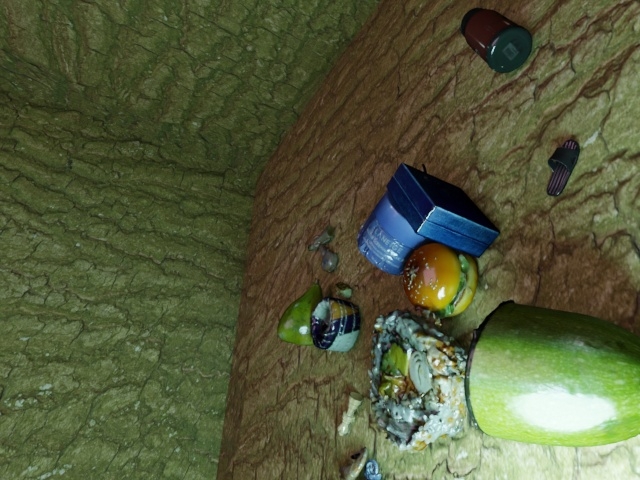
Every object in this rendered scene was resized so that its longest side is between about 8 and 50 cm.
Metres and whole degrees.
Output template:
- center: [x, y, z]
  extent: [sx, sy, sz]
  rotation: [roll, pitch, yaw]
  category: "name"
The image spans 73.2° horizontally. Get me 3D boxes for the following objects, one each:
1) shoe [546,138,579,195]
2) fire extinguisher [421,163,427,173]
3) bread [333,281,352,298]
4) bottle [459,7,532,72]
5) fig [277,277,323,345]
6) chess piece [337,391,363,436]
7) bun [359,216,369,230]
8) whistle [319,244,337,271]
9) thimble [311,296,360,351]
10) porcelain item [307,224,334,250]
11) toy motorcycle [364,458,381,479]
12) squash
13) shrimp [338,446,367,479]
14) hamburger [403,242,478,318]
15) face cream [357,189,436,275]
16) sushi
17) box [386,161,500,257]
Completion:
- center: [0.630, -0.196, 1.138]
  extent: [0.062, 0.053, 0.159]
  rotation: [-154, 80, -69]
  category: "shoe"
- center: [0.317, -0.144, 1.679]
  extent: [0.138, 0.102, 0.344]
  rotation: [57, 131, 26]
  category: "fire extinguisher"
- center: [0.096, 0.227, 1.963]
  extent: [0.066, 0.060, 0.110]
  rotation: [-55, 26, 0]
  category: "bread"
- center: [0.580, -0.705, 1.478]
  extent: [0.144, 0.144, 0.336]
  rotation: [-55, 29, 33]
  category: "bottle"
- center: [-0.063, 0.351, 2.022]
  extent: [0.314, 0.233, 0.233]
  rotation: [-63, 25, 9]
  category: "fig"
- center: [0.109, 0.668, 1.641]
  extent: [0.060, 0.060, 0.172]
  rotation: [37, 109, 65]
  category: "chess piece"
- center: [0.214, -0.049, 1.865]
  extent: [0.138, 0.094, 0.138]
  rotation: [-44, 35, 41]
  category: "bun"
- center: [0.032, 0.086, 2.200]
  extent: [0.107, 0.057, 0.220]
  rotation: [-63, 24, 21]
  category: "whistle"
- center: [0.057, 0.358, 1.849]
  extent: [0.237, 0.150, 0.237]
  rotation: [-46, 35, 47]
  category: "thimble"
- center: [0.000, 0.000, 2.328]
  extent: [0.213, 0.054, 0.084]
  rotation: [-43, 35, 46]
  category: "porcelain item"
- center: [0.156, 0.843, 1.370]
  extent: [0.135, 0.092, 0.254]
  rotation: [-2, 69, 64]
  category: "toy motorcycle"
- center: [0.502, 0.290, 0.852]
  extent: [0.309, 0.310, 0.310]
  rotation: [4, 77, 51]
  category: "squash"
- center: [0.115, 0.786, 1.516]
  extent: [0.126, 0.047, 0.223]
  rotation: [-49, -8, -30]
  category: "shrimp"
- center: [0.360, 0.118, 1.346]
  extent: [0.246, 0.170, 0.246]
  rotation: [-50, 31, 44]
  category: "hamburger"
- center: [0.281, -0.027, 1.523]
  extent: [0.225, 0.249, 0.249]
  rotation: [-59, 27, 33]
  category: "face cream"
- center: [0.270, 0.391, 1.283]
  extent: [0.417, 0.175, 0.418]
  rotation: [-178, 90, -64]
  category: "sushi"
- center: [0.376, -0.102, 1.350]
  extent: [0.116, 0.261, 0.279]
  rotation: [-60, 27, 27]
  category: "box"
